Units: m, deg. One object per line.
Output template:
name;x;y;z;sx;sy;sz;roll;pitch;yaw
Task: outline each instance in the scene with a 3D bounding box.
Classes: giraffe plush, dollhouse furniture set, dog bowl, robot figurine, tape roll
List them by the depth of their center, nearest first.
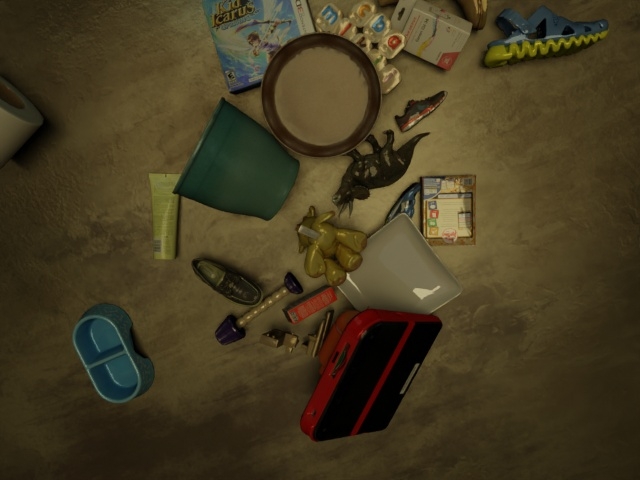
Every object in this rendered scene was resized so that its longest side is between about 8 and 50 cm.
tape roll;-0.873;-0.325;1.384;0.246;0.246;0.169;45;96;-4
robot figurine;0.076;0.281;1.450;0.158;0.128;0.219;12;112;-39
giraffe plush;0.000;0.000;1.452;0.181;0.170;0.210;-48;114;-2
dollhouse furniture set;-0.062;0.239;1.499;0.151;0.144;0.123;16;92;14
dog bowl;-0.598;0.329;1.542;0.166;0.074;0.297;-23;95;4

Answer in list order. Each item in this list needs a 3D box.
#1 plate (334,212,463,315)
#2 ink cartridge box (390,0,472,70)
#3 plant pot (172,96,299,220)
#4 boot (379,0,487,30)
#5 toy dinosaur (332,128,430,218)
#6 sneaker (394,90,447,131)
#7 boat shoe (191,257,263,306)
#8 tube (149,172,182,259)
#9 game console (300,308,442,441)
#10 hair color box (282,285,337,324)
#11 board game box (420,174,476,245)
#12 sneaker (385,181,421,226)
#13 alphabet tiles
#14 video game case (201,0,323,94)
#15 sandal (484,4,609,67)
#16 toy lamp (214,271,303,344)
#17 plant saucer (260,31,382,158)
plate;0.204;0.105;1.498;0.277;0.045;0.278;-37;95;13
ink cartridge box;0.274;-0.539;1.394;0.198;0.067;0.115;24;139;-1
plant pot;-0.204;-0.182;1.390;0.255;0.271;0.272;28;97;-16
boot;0.284;-0.648;1.406;0.269;0.089;0.236;-8;96;6
toy dinosaur;0.153;-0.201;1.458;0.313;0.121;0.160;-27;108;0
sneaker;0.268;-0.361;1.449;0.158;0.061;0.065;-37;88;5
boat shoe;-0.263;0.114;1.480;0.223;0.073;0.080;28;82;16
tube;-0.431;-0.067;1.503;0.070;0.062;0.240;-2;93;-42
game console;0.137;0.357;1.426;0.060;0.342;0.387;38;110;41
hair color box;-0.030;0.177;1.492;0.141;0.072;0.043;-28;96;-15
board game box;0.350;-0.082;1.486;0.146;0.045;0.194;-1;97;1
sneaker;0.237;-0.095;1.485;0.059;0.053;0.144;34;105;-2
alphabet tiles;0.075;-0.482;1.428;0.278;0.021;0.284;-43;87;19
video game case;-0.149;-0.546;1.418;0.269;0.061;0.244;-16;95;10
sandal;0.580;-0.542;1.392;0.317;0.126;0.138;-7;93;1
toy lamp;-0.177;0.197;1.515;0.274;0.080;0.080;-37;95;6
plant saucer;0.003;-0.367;1.382;0.310;0.050;0.311;2;106;7
